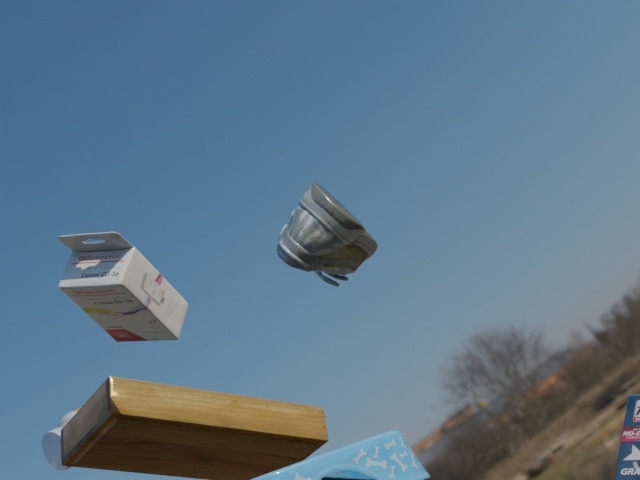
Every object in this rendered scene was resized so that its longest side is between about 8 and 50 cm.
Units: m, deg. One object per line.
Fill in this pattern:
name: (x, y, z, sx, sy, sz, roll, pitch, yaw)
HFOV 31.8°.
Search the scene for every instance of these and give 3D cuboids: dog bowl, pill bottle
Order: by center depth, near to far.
dog bowl: (-0.007, 0.311, 1.396, 0.297, 0.074, 0.166, -13, -16, -27)
pill bottle: (-0.408, 0.346, 2.033, 0.184, 0.103, 0.103, -23, -19, -51)

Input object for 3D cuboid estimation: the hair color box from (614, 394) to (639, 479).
hair color box: (0.480, 0.402, 1.570, 0.105, 0.174, 0.347, -7, 44, 32)

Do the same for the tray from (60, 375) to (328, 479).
tray: (-0.213, 0.338, 1.935, 0.411, 0.076, 0.203, 14, -41, -31)

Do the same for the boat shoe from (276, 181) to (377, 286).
boat shoe: (0.002, 0.002, 1.502, 0.103, 0.118, 0.320, -47, -5, -1)

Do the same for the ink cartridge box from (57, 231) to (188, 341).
ink cartridge box: (-0.291, 0.069, 1.613, 0.115, 0.067, 0.198, -5, -37, 27)
